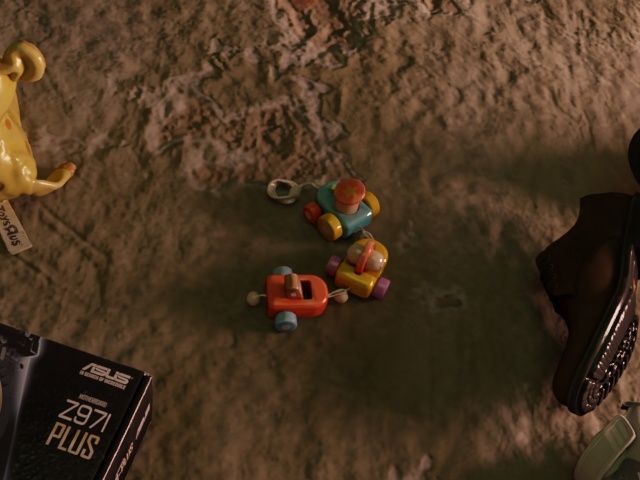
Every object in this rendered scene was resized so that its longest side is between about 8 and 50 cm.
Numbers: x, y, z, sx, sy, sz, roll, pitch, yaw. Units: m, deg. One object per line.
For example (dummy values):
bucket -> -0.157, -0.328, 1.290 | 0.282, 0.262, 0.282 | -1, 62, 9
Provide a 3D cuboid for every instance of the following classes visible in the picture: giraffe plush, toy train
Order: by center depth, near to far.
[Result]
giraffe plush -> -0.308, -0.111, 0.860 | 0.210, 0.170, 0.181 | 39, 57, 19
toy train -> 0.000, 0.000, 0.907 | 0.125, 0.046, 0.166 | 4, 53, -7

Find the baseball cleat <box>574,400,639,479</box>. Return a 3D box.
baseball cleat -> 0.244, 0.215, 0.783 | 0.109, 0.072, 0.206 | 8, 47, 14

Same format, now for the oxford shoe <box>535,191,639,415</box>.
oxford shoe -> 0.229, 0.051, 0.899 | 0.096, 0.083, 0.227 | 8, 51, 25

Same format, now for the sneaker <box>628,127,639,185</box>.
sneaker -> 0.440, -0.063, 1.005 | 0.313, 0.116, 0.136 | 16, 42, -6

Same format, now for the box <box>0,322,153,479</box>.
box -> -0.230, 0.145, 0.740 | 0.180, 0.078, 0.147 | 18, 52, 5
